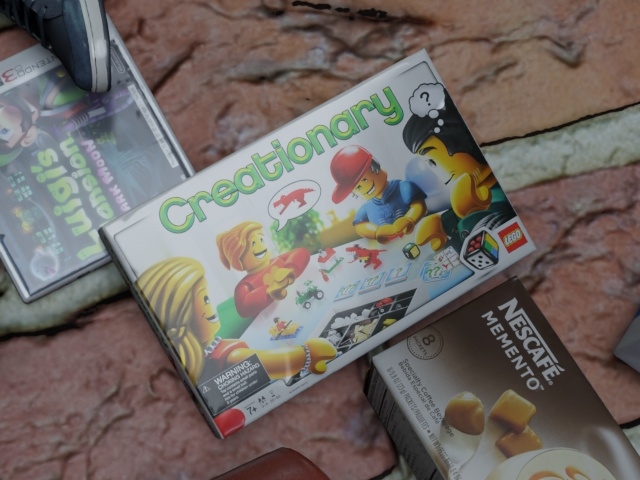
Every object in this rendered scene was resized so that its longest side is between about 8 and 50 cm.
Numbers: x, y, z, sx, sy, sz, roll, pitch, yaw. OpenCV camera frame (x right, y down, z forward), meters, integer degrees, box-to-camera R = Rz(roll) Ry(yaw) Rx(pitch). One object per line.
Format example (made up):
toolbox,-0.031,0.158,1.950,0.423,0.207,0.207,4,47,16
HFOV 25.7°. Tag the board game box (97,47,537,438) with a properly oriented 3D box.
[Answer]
board game box,0.000,0.000,1.139,0.305,0.053,0.193,-31,92,-13

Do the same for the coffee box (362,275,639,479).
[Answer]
coffee box,0.156,0.173,1.090,0.141,0.098,0.246,-27,71,-12

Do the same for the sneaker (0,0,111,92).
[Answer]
sneaker,-0.263,-0.191,1.114,0.163,0.086,0.226,-16,59,-18

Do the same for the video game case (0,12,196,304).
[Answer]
video game case,-0.208,-0.070,1.151,0.173,0.022,0.190,-28,84,-12

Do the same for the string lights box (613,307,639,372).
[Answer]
string lights box,0.371,0.022,1.169,0.133,0.077,0.260,36,69,1

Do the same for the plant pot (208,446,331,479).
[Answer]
plant pot,-0.088,0.295,0.989,0.265,0.272,0.272,-27,84,-21
